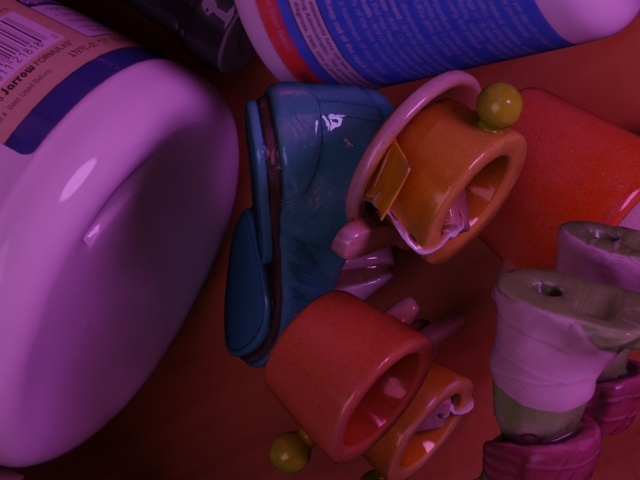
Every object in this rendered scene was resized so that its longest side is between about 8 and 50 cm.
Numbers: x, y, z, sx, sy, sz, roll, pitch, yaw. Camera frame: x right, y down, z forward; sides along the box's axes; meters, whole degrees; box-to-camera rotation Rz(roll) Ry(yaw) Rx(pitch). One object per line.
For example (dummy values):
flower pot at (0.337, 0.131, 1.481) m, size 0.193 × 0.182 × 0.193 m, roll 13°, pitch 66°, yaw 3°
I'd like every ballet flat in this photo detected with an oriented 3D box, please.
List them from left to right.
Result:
ballet flat at (0.000, 0.000, 0.932) m, size 0.247 × 0.087 × 0.083 m, roll 103°, pitch 161°, yaw -63°

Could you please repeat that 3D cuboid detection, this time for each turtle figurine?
turtle figurine at (0.129, 0.145, 0.769) m, size 0.275 × 0.198 × 0.266 m, roll 33°, pitch 120°, yaw 49°

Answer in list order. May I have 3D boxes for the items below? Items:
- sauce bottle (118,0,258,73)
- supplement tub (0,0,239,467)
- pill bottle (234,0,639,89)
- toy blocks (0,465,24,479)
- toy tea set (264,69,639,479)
sauce bottle at (-0.166, -0.206, 0.968) m, size 0.344 × 0.111 × 0.111 m, roll 36°, pitch 119°, yaw 15°
supplement tub at (-0.228, -0.046, 0.985) m, size 0.316 × 0.228 × 0.228 m, roll 28°, pitch 117°, yaw 18°
pill bottle at (0.078, -0.143, 0.851) m, size 0.221 × 0.124 × 0.124 m, roll -9°, pitch 102°, yaw 30°
toy blocks at (-0.216, 0.259, 0.996) m, size 0.261 × 0.191 × 0.381 m, roll 22°, pitch 119°, yaw 12°
toy tea set at (0.064, 0.073, 0.886) m, size 0.124 × 0.200 × 0.336 m, roll 38°, pitch 120°, yaw 22°
